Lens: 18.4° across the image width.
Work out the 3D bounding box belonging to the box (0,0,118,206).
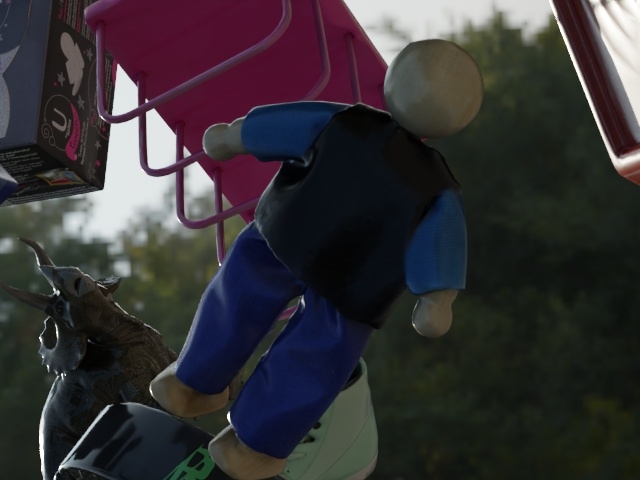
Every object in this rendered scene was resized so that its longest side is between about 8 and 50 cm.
[{"bbox_3d":[-0.332,-0.182,2.197,0.142,0.163,0.247,39,-131,-54],"label":"box"}]

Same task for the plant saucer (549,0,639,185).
[{"bbox_3d":[0.174,-0.147,1.035,0.259,0.047,0.258,157,92,-76],"label":"plant saucer"}]

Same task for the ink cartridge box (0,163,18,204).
[{"bbox_3d":[-0.400,-0.100,1.558,0.270,0.151,0.395,48,180,3],"label":"ink cartridge box"}]

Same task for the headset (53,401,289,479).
[{"bbox_3d":[-0.031,0.188,1.176,0.185,0.243,0.394,-53,-5,-21],"label":"headset"}]

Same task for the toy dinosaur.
[{"bbox_3d":[-0.157,0.145,1.530,0.121,0.160,0.314,-45,-34,-58],"label":"toy dinosaur"}]

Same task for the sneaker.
[{"bbox_3d":[-0.060,0.186,1.745,0.256,0.094,0.151,-28,-45,-29],"label":"sneaker"}]

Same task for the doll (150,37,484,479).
[{"bbox_3d":[0.000,0.000,0.761,0.046,0.129,0.189,-10,-40,-56],"label":"doll"}]

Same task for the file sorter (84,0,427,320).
[{"bbox_3d":[-0.046,-0.099,1.749,0.291,0.202,0.182,52,-161,-38],"label":"file sorter"}]
